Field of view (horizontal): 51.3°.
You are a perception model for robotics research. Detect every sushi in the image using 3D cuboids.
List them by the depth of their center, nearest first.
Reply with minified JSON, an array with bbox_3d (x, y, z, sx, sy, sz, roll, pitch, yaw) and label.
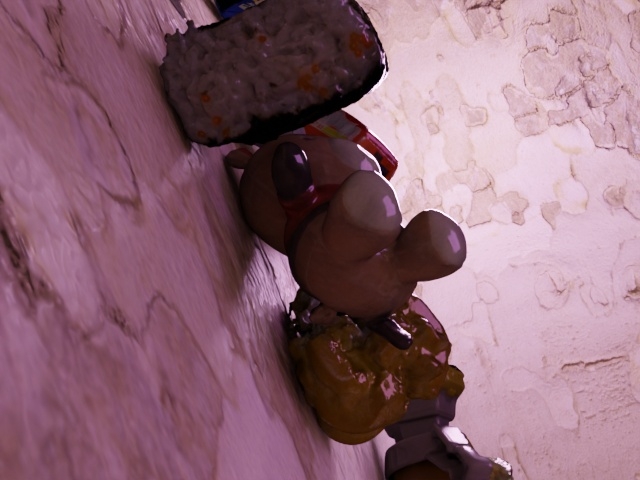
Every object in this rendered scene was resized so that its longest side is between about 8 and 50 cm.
[{"bbox_3d":[-0.044,-0.176,0.686,0.126,0.225,0.136,-87,160,-77],"label":"sushi"}]

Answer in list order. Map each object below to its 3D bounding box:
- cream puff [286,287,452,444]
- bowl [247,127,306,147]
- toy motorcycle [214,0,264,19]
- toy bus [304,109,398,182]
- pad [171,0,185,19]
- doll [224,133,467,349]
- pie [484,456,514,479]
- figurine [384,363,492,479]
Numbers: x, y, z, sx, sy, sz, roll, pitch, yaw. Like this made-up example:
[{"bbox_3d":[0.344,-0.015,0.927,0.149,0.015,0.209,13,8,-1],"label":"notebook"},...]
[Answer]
[{"bbox_3d":[0.063,0.134,0.793,0.221,0.195,0.194,-90,157,-63],"label":"cream puff"},{"bbox_3d":[-0.087,-0.193,0.983,0.189,0.086,0.188,-22,90,-81],"label":"bowl"},{"bbox_3d":[-0.111,-0.446,1.217,0.315,0.169,0.113,15,53,-81],"label":"toy motorcycle"},{"bbox_3d":[0.029,-0.150,1.111,0.121,0.120,0.265,39,7,-27],"label":"toy bus"},{"bbox_3d":[-0.236,-0.406,0.816,0.265,0.009,0.159,49,20,-70],"label":"pad"},{"bbox_3d":[0.019,-0.018,0.754,0.235,0.174,0.330,21,16,-25],"label":"doll"},{"bbox_3d":[0.266,0.495,1.114,0.274,0.106,0.257,-86,-163,-67],"label":"pie"},{"bbox_3d":[0.186,0.366,1.036,0.342,0.167,0.284,62,14,-53],"label":"figurine"}]
